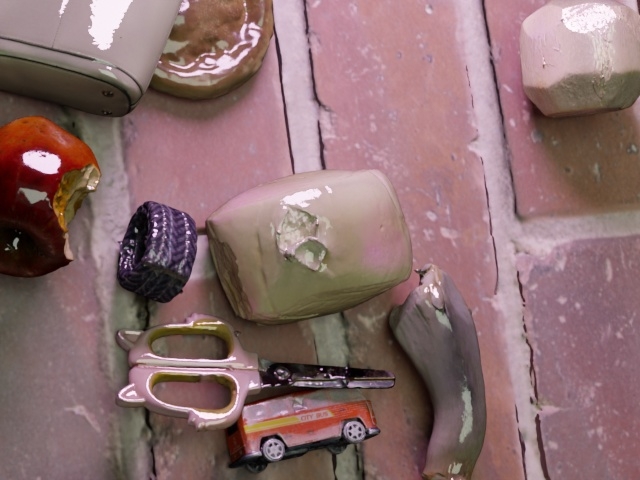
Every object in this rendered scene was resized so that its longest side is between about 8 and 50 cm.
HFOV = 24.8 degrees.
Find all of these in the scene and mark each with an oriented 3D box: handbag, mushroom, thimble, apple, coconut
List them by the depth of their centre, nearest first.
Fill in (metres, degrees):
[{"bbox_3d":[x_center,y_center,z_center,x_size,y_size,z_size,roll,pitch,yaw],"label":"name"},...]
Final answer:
[{"bbox_3d":[-0.318,-0.052,1.551,0.147,0.156,0.158,21,45,-15],"label":"apple"},{"bbox_3d":[-0.182,0.013,1.624,0.066,0.095,0.104,20,38,-27],"label":"thimble"},{"bbox_3d":[-0.266,-0.302,1.646,0.241,0.109,0.315,15,65,-5],"label":"handbag"},{"bbox_3d":[0.146,0.165,1.724,0.096,0.099,0.278,-10,87,-17],"label":"mushroom"},{"bbox_3d":[0.332,-0.239,1.833,0.161,0.161,0.162,-5,90,-22],"label":"coconut"}]

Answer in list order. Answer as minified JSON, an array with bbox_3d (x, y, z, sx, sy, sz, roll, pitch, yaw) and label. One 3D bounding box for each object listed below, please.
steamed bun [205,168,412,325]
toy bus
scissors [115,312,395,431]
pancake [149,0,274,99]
[{"bbox_3d":[0.000,0.000,1.662,0.239,0.152,0.170,-15,87,-20],"label":"steamed bun"},{"bbox_3d":[-0.022,0.211,1.659,0.174,0.079,0.077,-10,75,-23],"label":"toy bus"},{"bbox_3d":[-0.070,0.147,1.631,0.318,0.024,0.160,3,49,-11],"label":"scissors"},{"bbox_3d":[-0.151,-0.283,1.713,0.222,0.042,0.236,35,69,-9],"label":"pancake"}]
